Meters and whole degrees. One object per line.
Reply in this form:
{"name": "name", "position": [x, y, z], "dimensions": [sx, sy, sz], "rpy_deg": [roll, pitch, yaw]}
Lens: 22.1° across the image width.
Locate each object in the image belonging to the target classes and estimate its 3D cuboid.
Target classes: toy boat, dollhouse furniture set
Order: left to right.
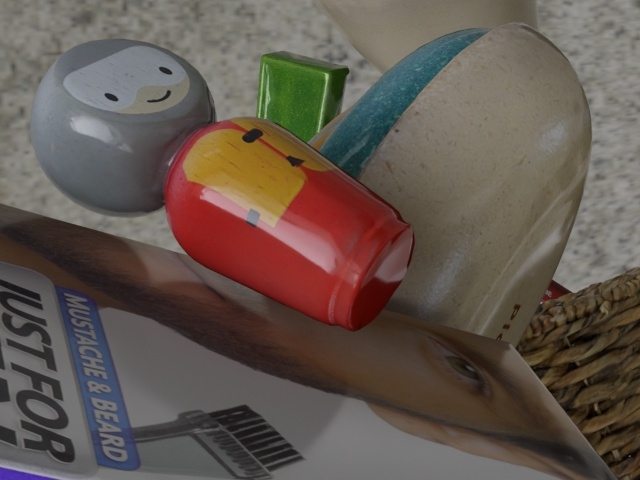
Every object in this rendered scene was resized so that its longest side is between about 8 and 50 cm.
{"name": "toy boat", "position": [0.000, 0.000, 0.699], "dimensions": [0.148, 0.318, 0.267], "rpy_deg": [30, 89, 21]}
{"name": "dollhouse furniture set", "position": [0.099, -0.115, 1.867], "dimensions": [0.301, 0.197, 0.151], "rpy_deg": [18, 108, 30]}

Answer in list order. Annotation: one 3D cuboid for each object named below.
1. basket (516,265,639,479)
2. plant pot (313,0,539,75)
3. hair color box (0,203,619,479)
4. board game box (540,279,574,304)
{"name": "basket", "position": [0.148, 0.155, 1.079], "dimensions": [0.223, 0.299, 0.213], "rpy_deg": [-27, 84, 47]}
{"name": "plant pot", "position": [0.137, -0.258, 1.823], "dimensions": [0.256, 0.256, 0.274], "rpy_deg": [-2, 137, 33]}
{"name": "hair color box", "position": [-0.065, 0.077, 0.534], "dimensions": [0.110, 0.339, 0.185], "rpy_deg": [-65, 25, 17]}
{"name": "board game box", "position": [0.129, 0.053, 1.360], "dimensions": [0.281, 0.027, 0.145], "rpy_deg": [32, 146, -16]}
